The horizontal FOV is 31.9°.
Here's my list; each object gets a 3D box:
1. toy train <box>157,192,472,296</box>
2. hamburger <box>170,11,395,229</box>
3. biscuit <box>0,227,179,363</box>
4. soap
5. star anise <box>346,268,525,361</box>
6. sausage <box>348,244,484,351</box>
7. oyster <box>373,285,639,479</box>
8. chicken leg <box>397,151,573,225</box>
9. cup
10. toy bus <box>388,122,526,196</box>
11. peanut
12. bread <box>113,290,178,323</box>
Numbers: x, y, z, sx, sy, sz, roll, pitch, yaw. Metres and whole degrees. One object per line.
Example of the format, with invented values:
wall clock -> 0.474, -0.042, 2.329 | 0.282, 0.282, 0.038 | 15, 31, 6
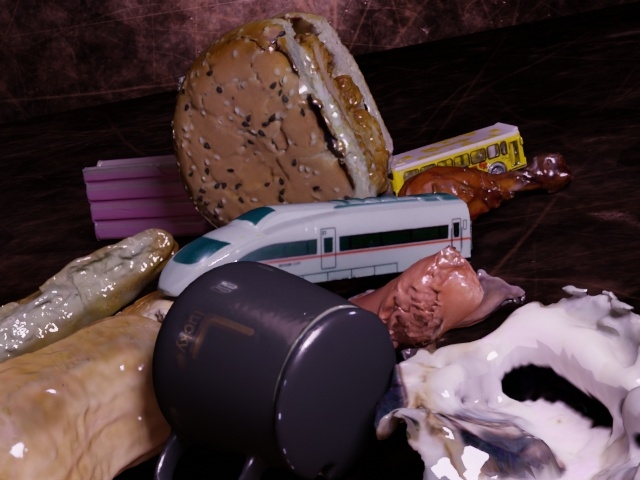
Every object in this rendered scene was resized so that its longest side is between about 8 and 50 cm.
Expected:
toy train -> 0.000, 0.000, 1.261 | 0.407, 0.088, 0.086 | -6, 12, -38
hamburger -> -0.054, -0.132, 1.517 | 0.277, 0.318, 0.195 | -25, 9, 34
biscuit -> -0.311, 0.083, 1.253 | 0.335, 0.078, 0.329 | -27, 7, 7
soap -> -0.256, -0.067, 1.714 | 0.203, 0.122, 0.065 | -2, 18, 22
star anise -> 0.090, 0.073, 1.173 | 0.208, 0.063, 0.172 | -24, 19, -36
sausage -> 0.032, 0.081, 1.043 | 0.078, 0.078, 0.304 | -28, 1, -43
oyster -> 0.161, 0.138, 0.864 | 0.238, 0.115, 0.351 | -21, 14, -5
chicken leg -> 0.221, -0.071, 1.521 | 0.304, 0.093, 0.113 | -16, 5, -31
cup -> -0.048, 0.133, 0.941 | 0.176, 0.169, 0.223 | 14, 67, 38
toy bus -> 0.192, -0.110, 1.663 | 0.226, 0.074, 0.081 | -18, 18, -18
peanut -> -0.224, 0.152, 0.972 | 0.159, 0.143, 0.291 | 15, 25, 24
bread -> -0.173, 0.104, 1.180 | 0.119, 0.084, 0.177 | -25, 14, 15
